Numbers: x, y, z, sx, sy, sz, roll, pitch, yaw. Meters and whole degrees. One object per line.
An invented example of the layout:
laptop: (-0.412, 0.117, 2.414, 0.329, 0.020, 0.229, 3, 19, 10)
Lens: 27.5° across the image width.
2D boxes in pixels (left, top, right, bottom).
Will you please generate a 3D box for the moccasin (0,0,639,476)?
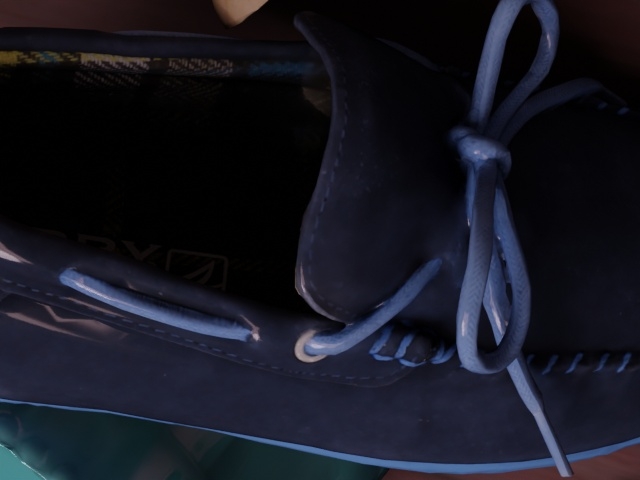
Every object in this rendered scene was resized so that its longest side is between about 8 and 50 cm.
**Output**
moccasin: (0.000, 0.000, 0.380, 0.342, 0.137, 0.117, -2, 149, -9)

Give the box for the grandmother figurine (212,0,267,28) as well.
grandmother figurine: (-0.087, -0.230, 0.340, 0.208, 0.104, 0.342, -37, 107, 25)

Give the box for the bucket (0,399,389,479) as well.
bucket: (-0.114, 0.077, 0.550, 0.281, 0.183, 0.281, 16, 132, 19)
